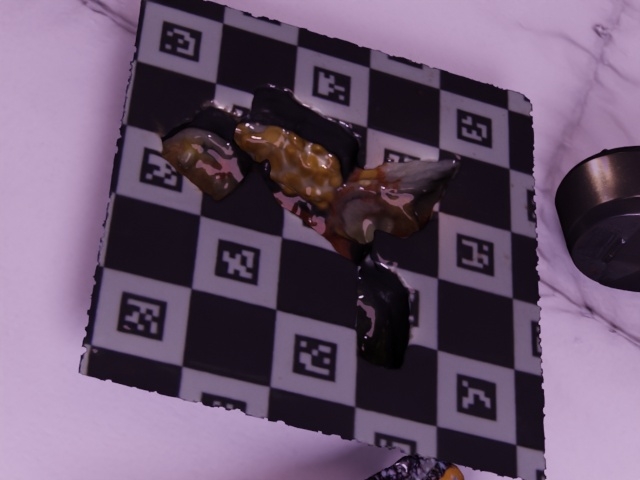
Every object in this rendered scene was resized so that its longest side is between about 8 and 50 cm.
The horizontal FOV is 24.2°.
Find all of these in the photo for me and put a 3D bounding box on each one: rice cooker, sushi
[{"bbox_3d":[0.277,-0.019,1.246,0.165,0.112,0.106,0,54,-26],"label":"rice cooker"},{"bbox_3d":[0.000,0.000,1.129,0.343,0.064,0.359,15,53,-16],"label":"sushi"}]

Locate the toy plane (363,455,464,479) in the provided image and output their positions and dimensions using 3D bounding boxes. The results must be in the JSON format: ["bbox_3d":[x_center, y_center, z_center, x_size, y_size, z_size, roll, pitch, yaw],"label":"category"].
[{"bbox_3d":[-0.008,0.227,0.951,0.316,0.103,0.204,1,58,-30],"label":"toy plane"}]
